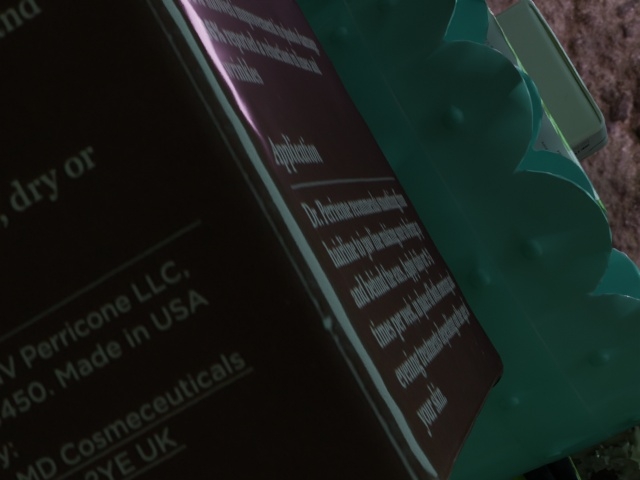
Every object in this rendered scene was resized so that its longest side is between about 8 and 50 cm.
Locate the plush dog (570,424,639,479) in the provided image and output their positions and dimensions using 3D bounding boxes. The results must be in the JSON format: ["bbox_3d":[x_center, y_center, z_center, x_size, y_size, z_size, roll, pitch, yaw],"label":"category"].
[{"bbox_3d":[0.205,0.113,0.979,0.225,0.262,0.211,35,44,-32],"label":"plush dog"}]

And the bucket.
[{"bbox_3d":[0.034,-0.004,0.704,0.281,0.183,0.281,57,11,-17],"label":"bucket"}]

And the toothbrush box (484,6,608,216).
[{"bbox_3d":[0.062,-0.064,0.999,0.206,0.122,0.283,60,-3,2],"label":"toothbrush box"}]

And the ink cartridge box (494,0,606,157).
[{"bbox_3d":[0.129,-0.085,1.290,0.122,0.211,0.289,59,9,5],"label":"ink cartridge box"}]

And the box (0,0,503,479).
[{"bbox_3d":[-0.104,-0.085,0.406,0.381,0.143,0.191,62,11,3],"label":"box"}]

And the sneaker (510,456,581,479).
[{"bbox_3d":[0.157,0.238,0.843,0.121,0.111,0.300,51,15,-57],"label":"sneaker"}]
